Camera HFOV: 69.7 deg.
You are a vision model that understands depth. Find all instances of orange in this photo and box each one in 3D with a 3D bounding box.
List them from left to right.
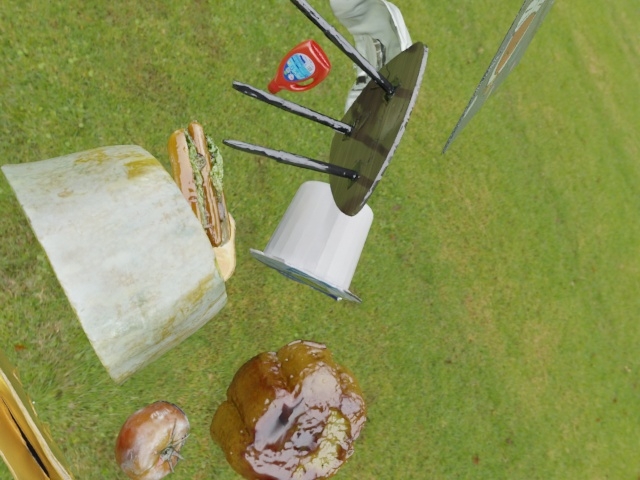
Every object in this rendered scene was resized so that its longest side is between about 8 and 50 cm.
[{"bbox_3d":[-0.421,0.002,1.606,0.274,0.274,0.310,7,92,-30],"label":"orange"}]

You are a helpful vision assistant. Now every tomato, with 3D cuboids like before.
[{"bbox_3d":[-0.496,0.584,1.311,0.155,0.181,0.214,6,98,-70],"label":"tomato"}]

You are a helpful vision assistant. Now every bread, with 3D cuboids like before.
[{"bbox_3d":[-0.037,0.289,0.755,0.232,0.135,0.246,35,93,-26],"label":"bread"}]

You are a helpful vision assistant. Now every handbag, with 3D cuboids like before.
[{"bbox_3d":[-0.789,0.471,1.188,0.133,0.283,0.400,-30,103,-25],"label":"handbag"}]

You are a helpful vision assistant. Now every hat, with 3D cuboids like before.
[{"bbox_3d":[0.122,-0.430,1.070,0.301,0.168,0.257,-82,165,-65],"label":"hat"}]

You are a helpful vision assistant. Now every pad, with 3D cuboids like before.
[{"bbox_3d":[0.176,-0.185,0.374,0.006,0.170,0.245,33,47,13],"label":"pad"}]

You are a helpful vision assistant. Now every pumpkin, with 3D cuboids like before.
[{"bbox_3d":[-0.274,0.018,0.666,0.199,0.332,0.332,-28,89,-28],"label":"pumpkin"}]

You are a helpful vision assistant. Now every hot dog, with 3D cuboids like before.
[{"bbox_3d":[-0.307,-0.142,1.184,0.135,0.100,0.337,-15,97,-44],"label":"hot dog"}]

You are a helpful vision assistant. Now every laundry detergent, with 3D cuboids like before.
[{"bbox_3d":[-0.058,-0.393,1.086,0.097,0.165,0.049,50,40,-19],"label":"laundry detergent"}]

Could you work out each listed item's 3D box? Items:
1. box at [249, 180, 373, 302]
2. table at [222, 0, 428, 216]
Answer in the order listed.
[{"bbox_3d":[0.000,0.000,1.046,0.262,0.291,0.206,27,81,-6],"label":"box"},{"bbox_3d":[-0.025,-0.239,0.818,0.249,0.317,0.317,20,63,-21],"label":"table"}]
